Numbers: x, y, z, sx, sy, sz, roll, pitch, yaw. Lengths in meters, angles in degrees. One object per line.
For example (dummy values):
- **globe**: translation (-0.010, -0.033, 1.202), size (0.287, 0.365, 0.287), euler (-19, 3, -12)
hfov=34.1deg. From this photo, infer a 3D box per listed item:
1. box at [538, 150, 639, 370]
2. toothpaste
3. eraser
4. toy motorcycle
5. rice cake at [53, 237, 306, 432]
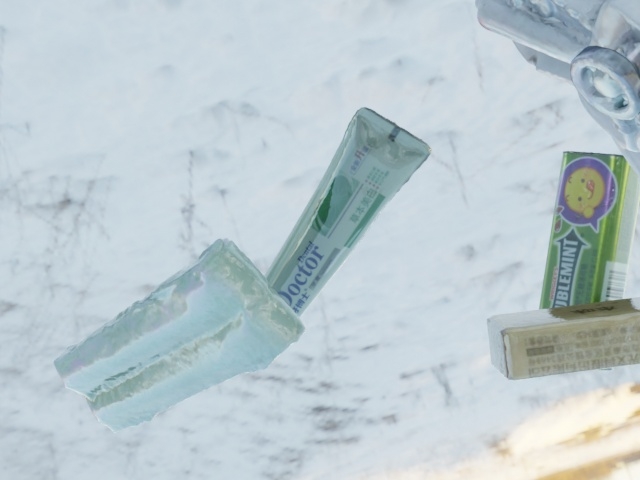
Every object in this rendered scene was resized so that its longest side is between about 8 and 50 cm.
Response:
- **box**: translation (0.430, 0.033, 1.689), size (0.134, 0.345, 0.097), euler (10, -178, 44)
- **toothpaste**: translation (0.000, 0.000, 0.799), size (0.218, 0.064, 0.041), euler (-56, -169, 22)
- **eraser**: translation (0.415, 0.130, 1.474), size (0.343, 0.078, 0.144), euler (-8, -177, 0)
- **toy motorcycle**: translation (0.190, -0.061, 0.521), size (0.110, 0.260, 0.171), euler (-45, 160, -13)
- **rice cake**: translation (-0.106, 0.074, 0.726), size (0.226, 0.085, 0.040), euler (-31, -163, 43)
